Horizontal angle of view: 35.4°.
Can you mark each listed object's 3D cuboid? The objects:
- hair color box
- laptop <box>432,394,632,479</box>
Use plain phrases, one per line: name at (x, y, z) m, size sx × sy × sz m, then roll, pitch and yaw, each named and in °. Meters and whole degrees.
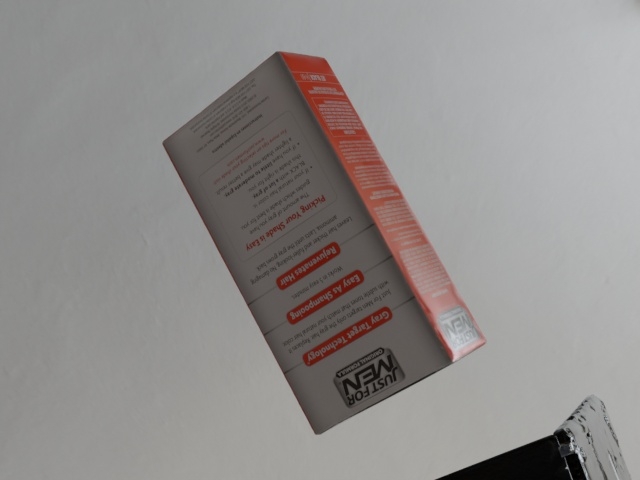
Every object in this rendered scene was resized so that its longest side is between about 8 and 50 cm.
hair color box at (0.000, 0.000, 0.418) m, size 0.072 × 0.043 × 0.141 m, roll -33°, pitch -100°, yaw 27°
laptop at (0.140, 0.243, 0.636) m, size 0.136 × 0.264 × 0.234 m, roll -21°, pitch -98°, yaw 21°
